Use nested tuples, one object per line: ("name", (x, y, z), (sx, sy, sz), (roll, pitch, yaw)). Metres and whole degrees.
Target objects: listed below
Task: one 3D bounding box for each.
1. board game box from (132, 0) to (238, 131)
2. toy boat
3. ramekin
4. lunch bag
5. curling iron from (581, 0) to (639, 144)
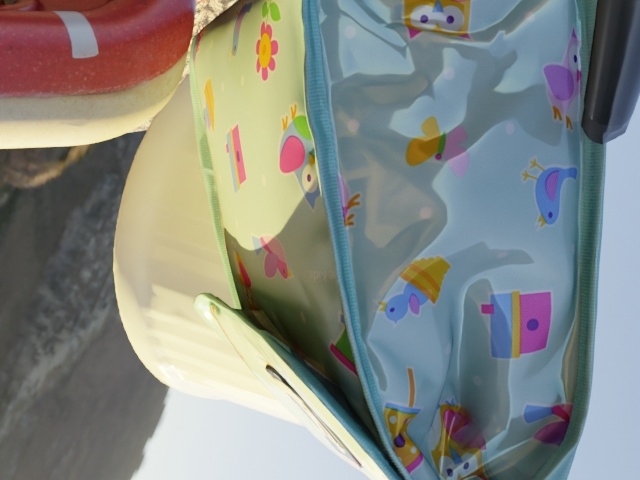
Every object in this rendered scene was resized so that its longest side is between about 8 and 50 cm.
("board game box", (-0.166, -0.244, 0.992), (0.291, 0.232, 0.141), (112, -39, -54))
("toy boat", (-0.162, -0.129, 0.477), (0.151, 0.231, 0.151), (34, -60, 40))
("ramekin", (0.000, 0.000, 0.768), (0.277, 0.135, 0.277), (-28, 127, -45))
("lunch bag", (0.029, 0.006, 0.523), (0.223, 0.160, 0.262), (-170, -106, -72))
("curling iron", (0.090, -0.113, 0.318), (0.274, 0.068, 0.035), (64, 25, -61))
